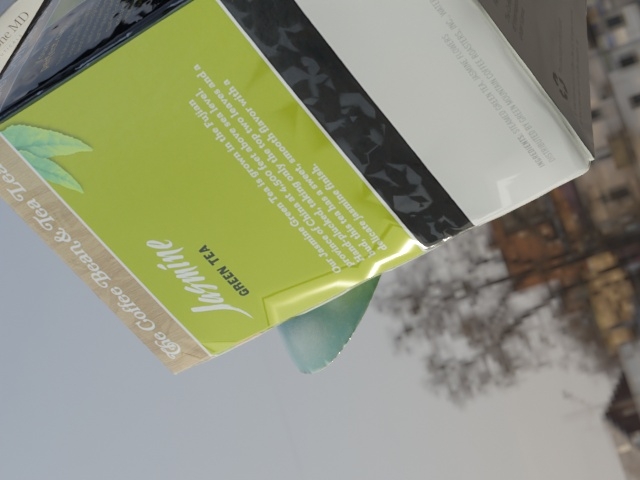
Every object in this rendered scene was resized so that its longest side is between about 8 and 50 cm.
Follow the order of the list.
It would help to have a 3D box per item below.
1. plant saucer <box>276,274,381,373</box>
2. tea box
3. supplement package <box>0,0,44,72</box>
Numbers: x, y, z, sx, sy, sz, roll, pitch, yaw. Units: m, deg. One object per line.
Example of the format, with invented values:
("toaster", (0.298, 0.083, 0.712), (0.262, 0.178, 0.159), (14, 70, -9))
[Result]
("plant saucer", (0.000, 0.000, 1.105), (0.037, 0.195, 0.195), (18, -142, -20))
("tea box", (-0.012, -0.143, 0.985), (0.220, 0.323, 0.329), (50, -150, -25))
("supplement package", (-0.227, -0.177, 1.345), (0.244, 0.139, 0.134), (37, -169, -51))
